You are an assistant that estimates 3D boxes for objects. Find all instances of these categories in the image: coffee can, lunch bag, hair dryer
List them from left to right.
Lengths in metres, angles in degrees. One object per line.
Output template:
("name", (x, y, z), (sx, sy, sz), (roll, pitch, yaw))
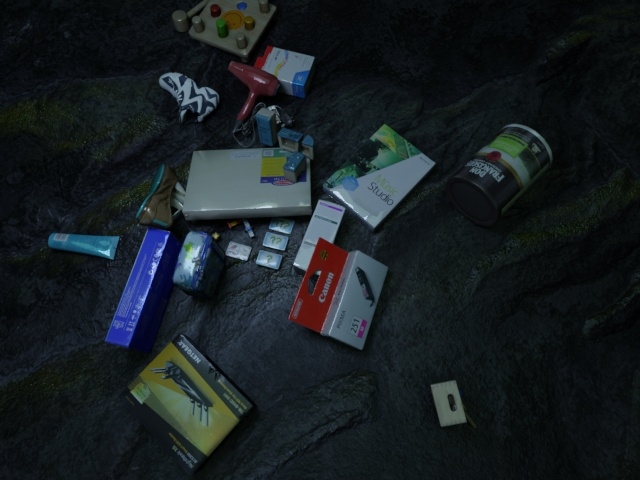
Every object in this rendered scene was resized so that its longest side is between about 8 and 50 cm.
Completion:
("lunch bag", (-0.357, 0.076, 1.366), (0.090, 0.219, 0.176), (12, 71, 4))
("hair dryer", (-0.238, -0.497, 1.591), (0.223, 0.080, 0.294), (-23, 90, -6))
("coffee can", (0.569, -0.209, 1.460), (0.275, 0.201, 0.201), (-42, 76, -13))

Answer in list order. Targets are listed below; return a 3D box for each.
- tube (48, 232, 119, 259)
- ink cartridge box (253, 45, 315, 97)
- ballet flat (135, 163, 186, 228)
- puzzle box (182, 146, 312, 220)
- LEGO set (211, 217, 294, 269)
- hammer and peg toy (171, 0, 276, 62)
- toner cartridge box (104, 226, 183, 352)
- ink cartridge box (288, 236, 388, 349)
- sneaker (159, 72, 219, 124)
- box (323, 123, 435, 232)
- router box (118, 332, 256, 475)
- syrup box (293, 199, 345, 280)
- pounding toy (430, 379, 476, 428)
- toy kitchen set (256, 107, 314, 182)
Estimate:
("tube", (-0.770, 0.012, 1.486), (0.206, 0.052, 0.080), (7, 76, -2))
("ink cartridge box", (-0.147, -0.624, 1.673), (0.230, 0.078, 0.134), (15, 72, 6))
("ballet flat", (-0.491, -0.134, 1.455), (0.124, 0.342, 0.116), (28, 111, -23))
("puzzle box", (-0.231, -0.192, 1.504), (0.408, 0.052, 0.272), (-2, 54, 1))
("LEGO set", (-0.226, -0.024, 1.485), (0.244, 0.060, 0.183), (15, 68, 6))
("hammer and peg toy", (-0.375, -0.854, 1.727), (0.361, 0.127, 0.266), (24, 73, 9))
("toner cartridge box", (-0.516, 0.152, 1.372), (0.075, 0.165, 0.348), (13, 71, 5))
("ink cartridge box", (0.061, 0.155, 1.363), (0.238, 0.060, 0.275), (28, 71, -24))
("sneaker", (-0.496, -0.496, 1.625), (0.234, 0.094, 0.153), (26, 65, -1))
("box", (0.199, -0.215, 1.542), (0.232, 0.058, 0.322), (41, 76, 13))
("router box", (-0.379, 0.461, 1.309), (0.308, 0.081, 0.243), (40, 76, 13))
("syrup box", (0.000, 0.000, 1.453), (0.096, 0.093, 0.237), (20, 73, 8))
("pounding toy", (0.376, 0.468, 1.282), (0.100, 0.130, 0.141), (-14, 71, 9))
("toy kitchen set", (-0.136, -0.308, 1.477), (0.207, 0.122, 0.166), (21, 57, 16))
